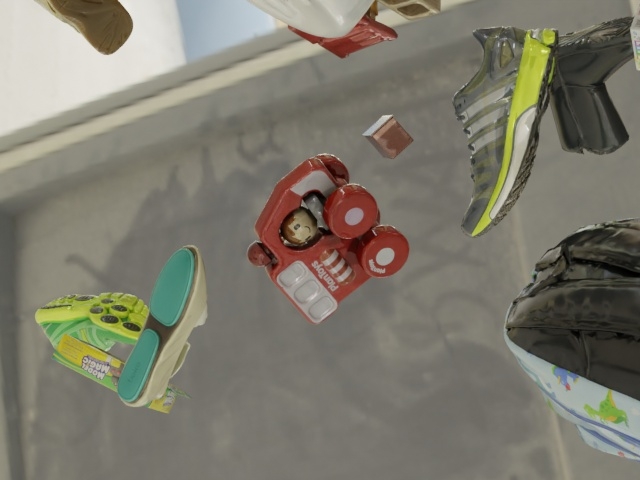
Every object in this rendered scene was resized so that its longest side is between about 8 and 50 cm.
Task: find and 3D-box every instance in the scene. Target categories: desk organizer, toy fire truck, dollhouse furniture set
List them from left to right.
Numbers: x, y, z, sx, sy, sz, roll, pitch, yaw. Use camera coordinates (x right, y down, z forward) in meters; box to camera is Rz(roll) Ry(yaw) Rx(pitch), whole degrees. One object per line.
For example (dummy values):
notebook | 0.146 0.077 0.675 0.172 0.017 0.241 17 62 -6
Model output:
toy fire truck | 0.000 0.000 2.299 0.302 0.254 0.169 49 -179 -38
desk organizer | 0.103 -0.158 1.873 0.050 0.047 0.130 48 -179 -6
dollhouse furniture set | 0.127 -0.437 1.871 0.152 0.374 0.201 18 -114 -49

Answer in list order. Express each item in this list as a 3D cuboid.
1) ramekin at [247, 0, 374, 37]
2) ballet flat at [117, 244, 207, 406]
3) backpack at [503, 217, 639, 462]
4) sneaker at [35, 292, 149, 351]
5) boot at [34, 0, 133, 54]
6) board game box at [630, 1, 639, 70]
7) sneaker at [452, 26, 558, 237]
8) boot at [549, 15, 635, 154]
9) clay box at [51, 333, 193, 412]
ramekin | -0.040 -0.361 1.448 0.135 0.277 0.277 -58 -15 -5
ballet flat | -0.206 0.121 1.700 0.248 0.086 0.086 -63 1 13
backpack | 0.352 0.103 1.227 0.290 0.355 0.273 -53 -45 -20
sneaker | -0.426 0.173 2.369 0.109 0.295 0.124 -38 -61 -43
boot | -0.382 -0.386 1.692 0.203 0.095 0.262 39 172 25
board game box | 0.465 -0.323 1.677 0.154 0.026 0.103 -67 -26 -16
sneaker | 0.234 -0.151 1.658 0.111 0.121 0.300 -12 -62 -70
boot | 0.478 -0.253 2.040 0.094 0.246 0.207 -43 -67 -38
clay box | -0.332 0.233 2.068 0.053 0.222 0.127 -63 -14 -7
